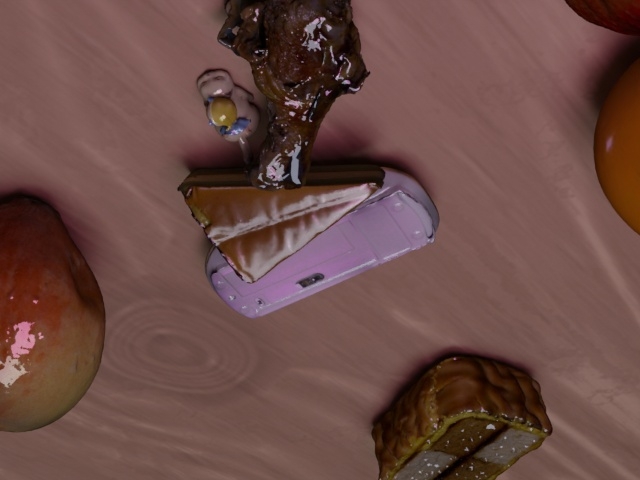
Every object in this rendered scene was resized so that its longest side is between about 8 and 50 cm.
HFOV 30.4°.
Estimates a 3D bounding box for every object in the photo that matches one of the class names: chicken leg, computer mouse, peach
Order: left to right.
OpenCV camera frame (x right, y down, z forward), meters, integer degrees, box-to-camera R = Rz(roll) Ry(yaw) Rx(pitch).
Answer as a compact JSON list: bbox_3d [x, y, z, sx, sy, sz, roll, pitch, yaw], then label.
[{"bbox_3d":[-0.310,0.066,1.145,0.232,0.233,0.232,-5,140,-4],"label":"peach"},{"bbox_3d":[-0.018,-0.136,1.015,0.125,0.080,0.196,-11,130,-3],"label":"chicken leg"},{"bbox_3d":[0.000,0.000,1.205,0.245,0.056,0.126,-25,135,15],"label":"computer mouse"}]

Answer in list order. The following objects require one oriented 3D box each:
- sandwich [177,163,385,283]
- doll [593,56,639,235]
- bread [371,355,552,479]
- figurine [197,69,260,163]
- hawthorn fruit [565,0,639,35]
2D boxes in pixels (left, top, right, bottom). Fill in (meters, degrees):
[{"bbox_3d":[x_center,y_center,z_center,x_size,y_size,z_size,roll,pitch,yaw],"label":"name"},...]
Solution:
[{"bbox_3d":[-0.035,-0.054,1.106,0.163,0.079,0.113,-35,101,14],"label":"sandwich"},{"bbox_3d":[0.364,-0.096,1.083,0.213,0.213,0.236,-36,176,28],"label":"doll"},{"bbox_3d":[0.170,0.241,1.489,0.181,0.096,0.222,14,137,-25],"label":"bread"},{"bbox_3d":[-0.081,-0.112,1.066,0.047,0.051,0.083,-26,137,12],"label":"figurine"},{"bbox_3d":[0.272,-0.248,0.885,0.200,0.179,0.179,-22,141,-10],"label":"hawthorn fruit"}]
